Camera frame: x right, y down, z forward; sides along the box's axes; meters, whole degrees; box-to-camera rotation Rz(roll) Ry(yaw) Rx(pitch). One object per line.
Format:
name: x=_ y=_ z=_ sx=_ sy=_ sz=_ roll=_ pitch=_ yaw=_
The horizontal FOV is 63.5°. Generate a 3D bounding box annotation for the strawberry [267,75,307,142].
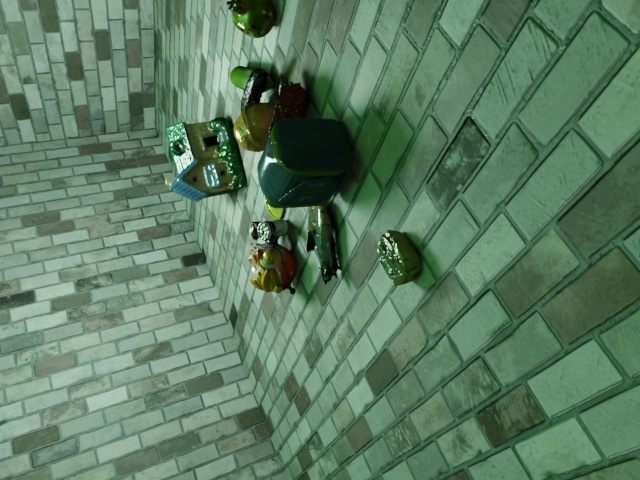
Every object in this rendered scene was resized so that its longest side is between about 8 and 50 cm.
strawberry: x=-0.105 y=-0.418 z=1.724 sx=0.188 sy=0.106 sz=0.286 roll=108 pitch=173 yaw=-66

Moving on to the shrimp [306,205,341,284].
shrimp: x=-0.008 y=0.001 z=1.816 sx=0.178 sy=0.075 sz=0.289 roll=22 pitch=128 yaw=65

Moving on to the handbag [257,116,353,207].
handbag: x=-0.052 y=-0.232 z=1.586 sx=0.241 sy=0.263 sz=0.222 roll=123 pitch=135 yaw=-60

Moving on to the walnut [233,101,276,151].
walnut: x=-0.220 y=-0.416 z=1.903 sx=0.193 sy=0.226 sz=0.193 roll=8 pitch=111 yaw=21

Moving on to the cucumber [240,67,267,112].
cucumber: x=-0.253 y=-0.544 z=1.928 sx=0.072 sy=0.081 sz=0.303 roll=50 pitch=161 yaw=2

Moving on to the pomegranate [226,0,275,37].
pomegranate: x=-0.247 y=-0.797 z=1.811 sx=0.159 sy=0.205 sz=0.159 roll=2 pitch=95 yaw=29

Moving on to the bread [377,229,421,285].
bread: x=0.209 y=0.046 z=1.410 sx=0.156 sy=0.064 sz=0.117 roll=59 pitch=148 yaw=31

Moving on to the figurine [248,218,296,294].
figurine: x=-0.203 y=0.074 z=2.143 sx=0.320 sy=0.196 sz=0.323 roll=-167 pitch=72 yaw=-74

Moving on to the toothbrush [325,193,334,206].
toothbrush: x=0.004 y=-0.109 z=1.818 sx=0.275 sy=0.019 sz=0.025 roll=121 pitch=135 yaw=-56

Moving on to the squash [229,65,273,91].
squash: x=-0.278 y=-0.640 z=2.059 sx=0.379 sy=0.101 sz=0.101 roll=35 pitch=133 yaw=53

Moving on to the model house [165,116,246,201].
model house: x=-0.607 y=-0.398 z=2.585 sx=0.334 sy=0.343 sz=0.382 roll=-6 pitch=97 yaw=66

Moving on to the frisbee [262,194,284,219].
frisbee: x=-0.203 y=-0.202 z=2.211 sx=0.236 sy=0.017 sz=0.236 roll=39 pitch=135 yaw=52
